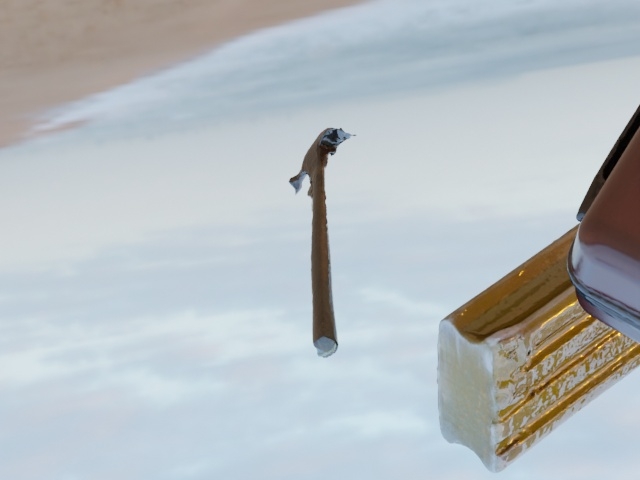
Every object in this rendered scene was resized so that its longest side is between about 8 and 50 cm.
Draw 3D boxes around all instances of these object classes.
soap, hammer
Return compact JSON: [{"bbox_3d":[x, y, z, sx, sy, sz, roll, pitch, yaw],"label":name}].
[{"bbox_3d":[0.236,0.085,1.389,0.274,0.173,0.089,-31,-133,-30],"label":"soap"},{"bbox_3d":[0.001,0.000,1.452,0.027,0.297,0.125,20,132,-19],"label":"hammer"}]

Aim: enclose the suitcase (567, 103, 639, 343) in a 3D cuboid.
[{"bbox_3d":[0.351,-0.036,1.141,0.236,0.297,0.161,28,163,19],"label":"suitcase"}]
